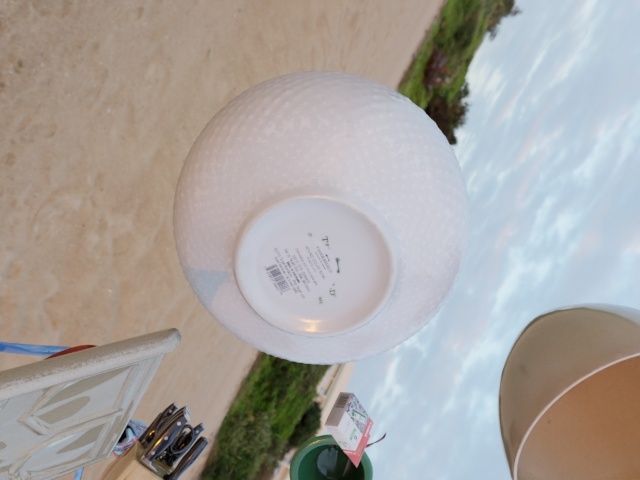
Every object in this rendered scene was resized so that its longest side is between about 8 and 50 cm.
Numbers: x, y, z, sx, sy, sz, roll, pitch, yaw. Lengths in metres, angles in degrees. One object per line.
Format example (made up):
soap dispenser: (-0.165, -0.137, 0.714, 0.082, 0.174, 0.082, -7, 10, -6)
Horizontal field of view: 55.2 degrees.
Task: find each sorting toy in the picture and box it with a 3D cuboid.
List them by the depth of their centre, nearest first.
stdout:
sorting toy: (-0.262, 0.144, 0.396, 0.307, 0.041, 0.229, -10, 149, -44)

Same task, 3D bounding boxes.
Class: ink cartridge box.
ink cartridge box: (0.053, 0.296, 0.951, 0.029, 0.115, 0.063, -6, -143, 38)

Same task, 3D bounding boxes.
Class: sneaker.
sneaker: (-0.476, 0.476, 1.466, 0.104, 0.262, 0.125, -48, -152, -14)

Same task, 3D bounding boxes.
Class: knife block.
knife block: (-0.297, 0.403, 0.993, 0.242, 0.088, 0.275, -41, -168, 36)

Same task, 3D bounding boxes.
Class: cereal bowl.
cereal bowl: (0.000, 0.000, 0.660, 0.339, 0.339, 0.141, -62, -170, 24)

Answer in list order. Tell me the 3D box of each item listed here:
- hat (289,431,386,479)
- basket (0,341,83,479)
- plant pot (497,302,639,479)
hat: (0.032, 0.496, 1.398, 0.173, 0.208, 0.183, -58, -175, 5)
basket: (-0.366, 0.206, 0.568, 0.201, 0.289, 0.255, 119, -21, -52)
plant pot: (0.342, 0.187, 0.770, 0.284, 0.284, 0.191, -62, -160, 23)
